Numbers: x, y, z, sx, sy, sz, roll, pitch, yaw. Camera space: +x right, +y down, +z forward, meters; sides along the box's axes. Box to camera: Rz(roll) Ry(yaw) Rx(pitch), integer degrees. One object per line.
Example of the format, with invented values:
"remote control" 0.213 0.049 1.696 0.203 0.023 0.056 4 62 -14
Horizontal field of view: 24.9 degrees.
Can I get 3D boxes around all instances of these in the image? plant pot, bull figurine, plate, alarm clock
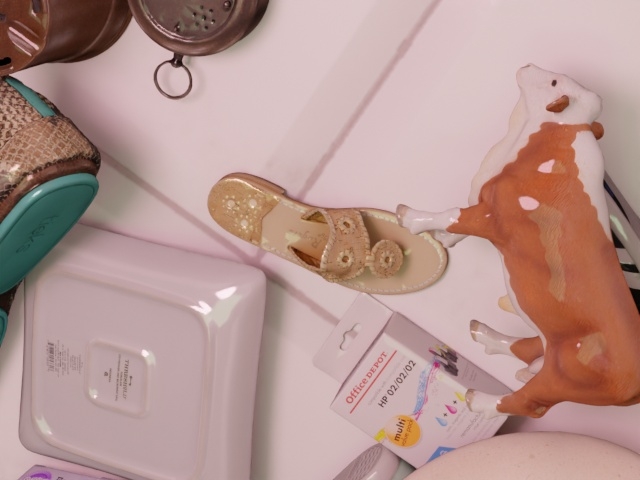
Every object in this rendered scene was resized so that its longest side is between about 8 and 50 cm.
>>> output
"plant pot" -0.272 -0.225 1.316 0.167 0.165 0.167 5 111 13
"bull figurine" 0.185 0.009 1.252 0.188 0.101 0.310 -16 96 29
"plate" -0.195 0.132 1.464 0.278 0.045 0.277 14 113 20
"alarm clock" -0.119 -0.218 1.339 0.129 0.064 0.192 19 116 6

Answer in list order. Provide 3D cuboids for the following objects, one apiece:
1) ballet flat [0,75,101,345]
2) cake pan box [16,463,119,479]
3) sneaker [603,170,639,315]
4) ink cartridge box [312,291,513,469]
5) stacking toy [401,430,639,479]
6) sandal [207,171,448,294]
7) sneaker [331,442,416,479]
"ballet flat" -0.373 0.029 1.423 0.182 0.164 0.483 50 125 20
"cake pan box" -0.203 0.370 1.522 0.267 0.070 0.246 6 114 31
"sneaker" 0.246 0.024 1.329 0.121 0.079 0.217 -34 90 25
"ink cartridge box" 0.083 0.146 1.414 0.181 0.061 0.104 34 113 1
"stacking toy" 0.228 0.446 1.368 0.350 0.350 0.480 -7 132 16
"sandal" -0.002 0.006 1.376 0.240 0.079 0.088 20 113 6
"sneaker" 0.030 0.330 1.478 0.151 0.094 0.256 43 118 -11
